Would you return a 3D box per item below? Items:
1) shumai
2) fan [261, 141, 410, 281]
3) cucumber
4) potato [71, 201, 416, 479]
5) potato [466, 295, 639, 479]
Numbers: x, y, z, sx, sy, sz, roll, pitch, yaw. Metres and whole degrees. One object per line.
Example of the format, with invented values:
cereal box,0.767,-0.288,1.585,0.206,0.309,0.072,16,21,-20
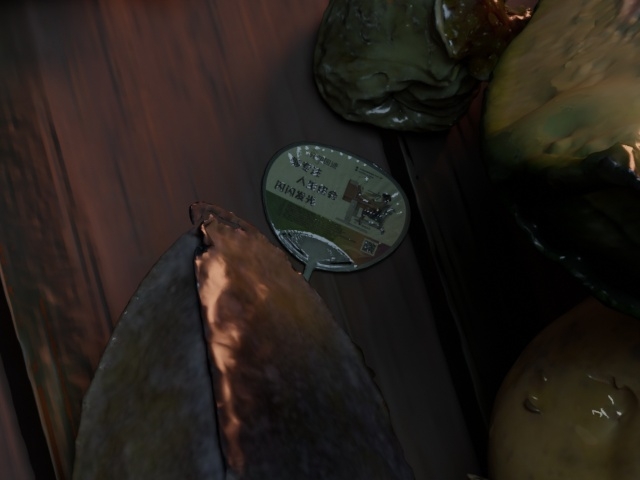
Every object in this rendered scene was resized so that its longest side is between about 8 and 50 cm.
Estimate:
shumai,0.042,-0.087,0.688,0.083,0.080,0.082,-21,73,-19
fan,0.008,-0.003,0.687,0.060,0.003,0.080,-2,68,-14
cucumber,0.140,-0.054,0.633,0.145,0.105,0.325,52,36,-12
potato,-0.024,0.132,0.593,0.120,0.100,0.261,30,39,-44
potato,0.175,0.089,0.625,0.234,0.128,0.161,26,67,-9
